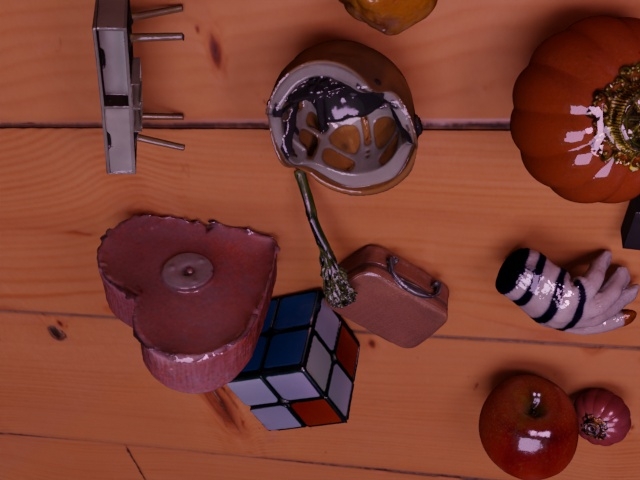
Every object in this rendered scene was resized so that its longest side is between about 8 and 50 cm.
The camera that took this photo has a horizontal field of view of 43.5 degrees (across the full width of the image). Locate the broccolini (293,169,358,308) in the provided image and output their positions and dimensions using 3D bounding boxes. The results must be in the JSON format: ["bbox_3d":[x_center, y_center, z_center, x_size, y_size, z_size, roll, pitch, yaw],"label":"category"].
[{"bbox_3d":[0.000,0.000,1.251,0.051,0.054,0.239,-23,109,-6],"label":"broccolini"}]

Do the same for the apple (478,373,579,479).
[{"bbox_3d":[0.381,0.340,1.460,0.181,0.181,0.168,8,145,6],"label":"apple"}]

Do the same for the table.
[{"bbox_3d":[-0.241,-0.217,1.087,0.111,0.121,0.240,-1,138,-10],"label":"table"}]

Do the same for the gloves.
[{"bbox_3d":[0.388,0.087,1.235,0.219,0.131,0.140,30,138,-4],"label":"gloves"}]

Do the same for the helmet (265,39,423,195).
[{"bbox_3d":[0.035,-0.173,1.047,0.198,0.130,0.224,-5,144,25],"label":"helmet"}]

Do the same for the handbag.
[{"bbox_3d":[0.119,0.095,1.350,0.193,0.072,0.151,33,133,-18],"label":"handbag"}]

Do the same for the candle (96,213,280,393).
[{"bbox_3d":[-0.198,0.081,1.310,0.317,0.287,0.131,46,151,30],"label":"candle"}]

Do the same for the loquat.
[{"bbox_3d":[0.078,-0.303,0.921,0.137,0.113,0.137,-11,139,-10],"label":"loquat"}]

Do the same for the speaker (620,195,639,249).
[{"bbox_3d":[0.550,-0.016,1.142,0.218,0.044,0.082,5,137,9],"label":"speaker"}]

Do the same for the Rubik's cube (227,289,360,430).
[{"bbox_3d":[-0.046,0.217,1.441,0.167,0.183,0.180,-12,130,26],"label":"Rubik's cube"}]

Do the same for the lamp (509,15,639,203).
[{"bbox_3d":[0.333,-0.152,0.945,0.223,0.196,0.223,-3,104,-11],"label":"lamp"}]

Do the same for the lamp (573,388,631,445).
[{"bbox_3d":[0.516,0.325,1.474,0.108,0.092,0.107,17,118,35],"label":"lamp"}]
